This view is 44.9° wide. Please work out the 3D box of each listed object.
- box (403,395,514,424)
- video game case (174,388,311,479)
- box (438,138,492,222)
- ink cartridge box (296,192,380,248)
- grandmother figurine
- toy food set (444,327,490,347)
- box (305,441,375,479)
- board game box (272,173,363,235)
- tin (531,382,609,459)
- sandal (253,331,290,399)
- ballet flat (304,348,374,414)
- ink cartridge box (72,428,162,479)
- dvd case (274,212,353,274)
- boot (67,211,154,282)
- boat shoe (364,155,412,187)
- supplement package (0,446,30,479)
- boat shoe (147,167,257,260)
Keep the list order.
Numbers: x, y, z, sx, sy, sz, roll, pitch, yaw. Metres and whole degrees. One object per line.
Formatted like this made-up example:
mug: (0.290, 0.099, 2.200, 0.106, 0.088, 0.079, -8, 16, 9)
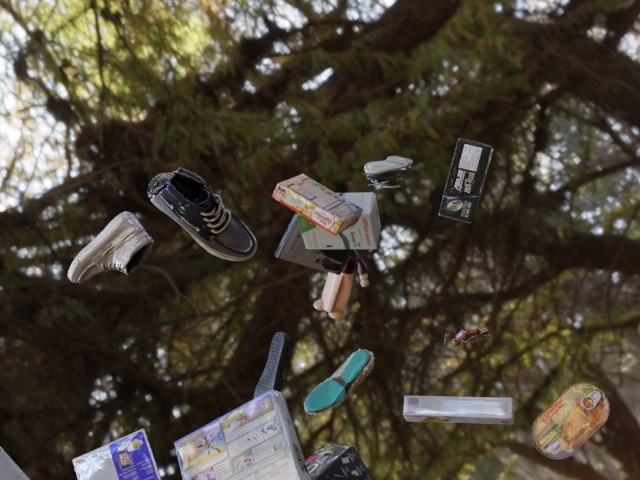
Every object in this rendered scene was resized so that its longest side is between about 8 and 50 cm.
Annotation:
box: (0.409, 0.504, 2.302, 0.324, 0.067, 0.063, -3, -31, 18)
video game case: (-0.164, 0.487, 1.643, 0.269, 0.244, 0.061, -30, -32, 14)
box: (0.337, -0.137, 1.786, 0.147, 0.078, 0.180, -16, -59, -75)
ink cartridge box: (0.054, -0.053, 2.135, 0.208, 0.087, 0.153, -1, -41, 14)
grandmother figurine: (0.076, 0.094, 2.587, 0.104, 0.208, 0.342, -29, -44, -56)
toy food set: (0.376, 0.246, 1.956, 0.122, 0.019, 0.078, -11, -36, -5)
box: (-0.008, 0.692, 2.114, 0.270, 0.143, 0.165, -35, 6, -28)
board game box: (-0.005, -0.095, 1.963, 0.147, 0.193, 0.045, -30, -32, -61)
tin: (0.546, 0.393, 1.691, 0.189, 0.106, 0.040, -47, -21, 10)
sandal: (-0.132, 0.403, 2.307, 0.054, 0.097, 0.254, 20, -93, -31)
ballet flat: (0.061, 0.397, 2.105, 0.241, 0.091, 0.077, -40, -37, -12)
ink cartridge box: (-0.533, 0.639, 2.058, 0.206, 0.208, 0.045, -22, -30, -9)
dvd case: (0.000, 0.000, 2.344, 0.239, 0.029, 0.179, 18, -72, -33)
boot: (-0.561, 0.052, 2.071, 0.258, 0.123, 0.095, -46, -13, 15)
boat shoe: (0.194, -0.193, 2.241, 0.254, 0.095, 0.079, -30, -48, -64)
supplement package: (-0.726, 0.510, 1.657, 0.105, 0.179, 0.105, -39, 4, 9)
boat shoe: (-0.291, -0.062, 2.036, 0.158, 0.340, 0.127, -14, 45, 62)
